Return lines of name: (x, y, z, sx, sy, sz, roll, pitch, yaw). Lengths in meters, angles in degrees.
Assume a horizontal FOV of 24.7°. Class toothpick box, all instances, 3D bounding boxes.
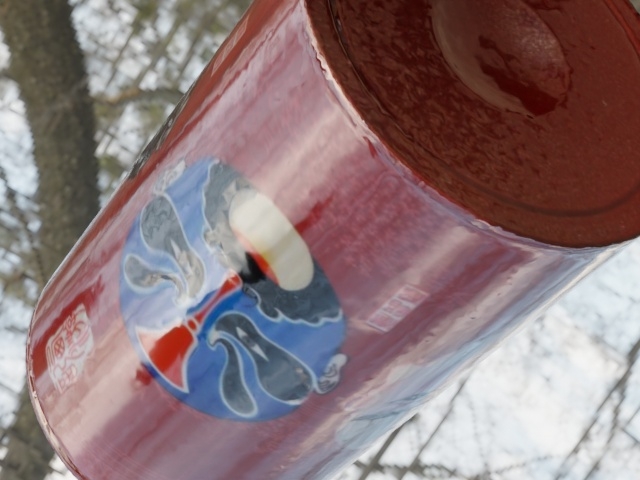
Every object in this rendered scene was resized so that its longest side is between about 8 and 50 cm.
toothpick box: (0.000, 0.000, 0.743, 0.204, 0.333, 0.204, 17, -128, -23)
